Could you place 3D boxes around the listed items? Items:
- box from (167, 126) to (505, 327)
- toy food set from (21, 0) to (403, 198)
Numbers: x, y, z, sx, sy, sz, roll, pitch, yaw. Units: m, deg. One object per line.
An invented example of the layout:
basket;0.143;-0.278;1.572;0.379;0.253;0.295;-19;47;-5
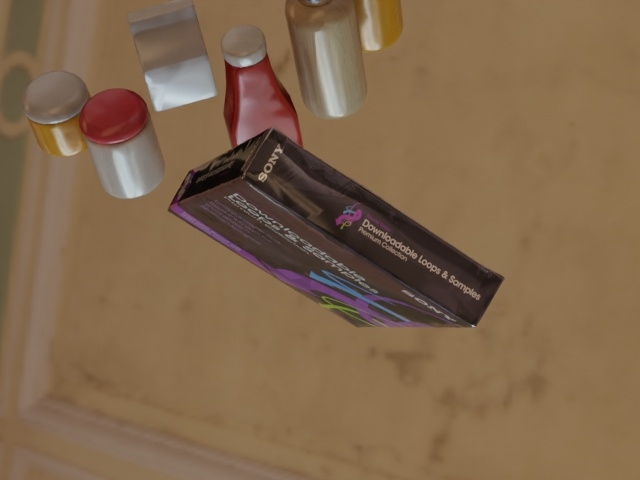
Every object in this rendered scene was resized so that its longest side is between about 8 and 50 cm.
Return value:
box;0.000;0.000;0.677;0.029;0.116;0.162;-60;-168;-12
toy food set;-0.060;-0.108;0.865;0.104;0.232;0.111;79;-5;-51
